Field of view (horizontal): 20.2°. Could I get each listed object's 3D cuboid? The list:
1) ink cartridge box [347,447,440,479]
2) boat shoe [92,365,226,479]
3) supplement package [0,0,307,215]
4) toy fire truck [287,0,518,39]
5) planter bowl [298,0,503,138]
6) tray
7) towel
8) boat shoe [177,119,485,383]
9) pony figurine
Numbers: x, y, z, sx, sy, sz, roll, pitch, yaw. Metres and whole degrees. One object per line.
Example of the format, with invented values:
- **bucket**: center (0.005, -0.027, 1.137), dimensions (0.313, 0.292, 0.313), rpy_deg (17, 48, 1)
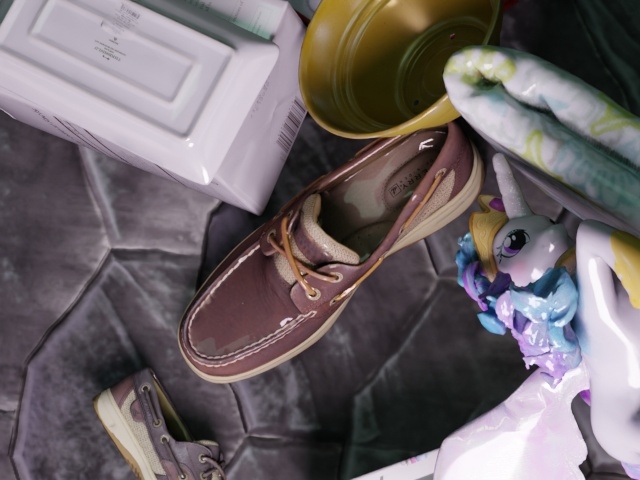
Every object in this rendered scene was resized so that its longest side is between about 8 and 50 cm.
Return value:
- **ink cartridge box**: center (0.102, 0.279, 1.540), dimensions (0.232, 0.168, 0.171), rpy_deg (-20, 72, 5)
- **boat shoe**: center (-0.125, 0.209, 1.658), dimensions (0.073, 0.080, 0.223), rpy_deg (-43, 67, 5)
- **supplement package**: center (-0.171, -0.169, 1.714), dimensions (0.293, 0.175, 0.177), rpy_deg (22, 84, 17)
- **toy fire truck**: center (0.065, -0.301, 1.722), dimensions (0.302, 0.169, 0.254), rpy_deg (37, 110, 19)
- **planter bowl**: center (0.092, -0.169, 1.599), dimensions (0.217, 0.090, 0.217), rpy_deg (-22, 53, 32)
- **tray**: center (-0.183, -0.168, 1.609), dimensions (0.270, 0.030, 0.145), rpy_deg (26, 84, 17)
- **towel**: center (0.294, -0.030, 1.500), dimensions (0.374, 0.320, 0.090), rpy_deg (34, 91, 18)
- **boat shoe**: center (0.000, 0.000, 1.660), dimensions (0.342, 0.123, 0.123), rpy_deg (-35, 71, 2)
- **pony figurine**: center (0.233, 0.114, 1.315), dimensions (0.303, 0.363, 0.351), rpy_deg (-18, 103, -21)
